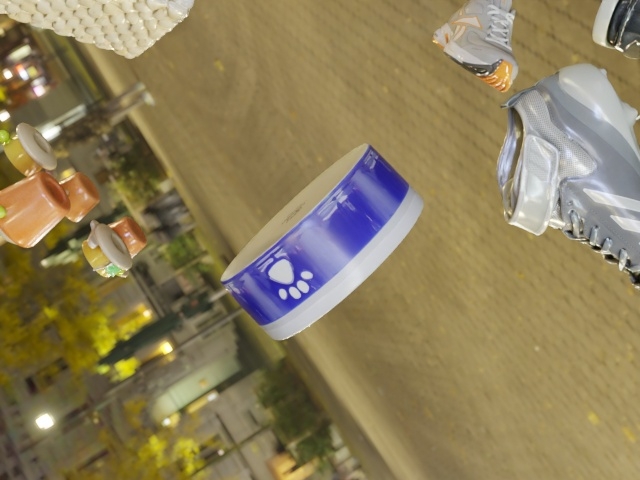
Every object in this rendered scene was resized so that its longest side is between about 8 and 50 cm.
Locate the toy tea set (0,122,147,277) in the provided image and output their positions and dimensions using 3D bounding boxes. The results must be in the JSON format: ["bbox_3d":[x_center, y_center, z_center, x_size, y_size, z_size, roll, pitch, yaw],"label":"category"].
[{"bbox_3d":[-0.409,-0.022,1.627,0.336,0.124,0.200,48,-167,-41],"label":"toy tea set"}]

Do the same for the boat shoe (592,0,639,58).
[{"bbox_3d":[0.500,-0.307,1.457,0.113,0.127,0.340,27,-162,28],"label":"boat shoe"}]

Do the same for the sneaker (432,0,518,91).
[{"bbox_3d":[0.243,-0.308,1.504,0.099,0.121,0.262,29,-163,-20],"label":"sneaker"}]

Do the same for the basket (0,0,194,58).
[{"bbox_3d":[-0.304,-0.422,1.297,0.328,0.266,0.331,16,173,-22],"label":"basket"}]

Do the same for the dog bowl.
[{"bbox_3d":[0.000,0.000,1.309,0.104,0.265,0.265,46,173,-8],"label":"dog bowl"}]

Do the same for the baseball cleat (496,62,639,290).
[{"bbox_3d":[0.182,-0.009,0.667,0.206,0.109,0.072,63,173,3],"label":"baseball cleat"}]
